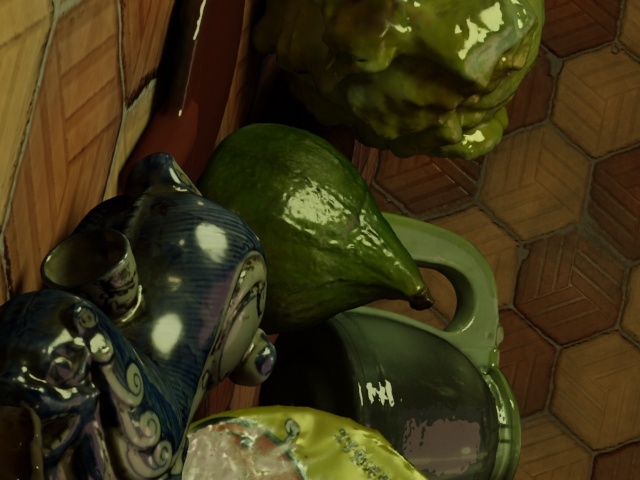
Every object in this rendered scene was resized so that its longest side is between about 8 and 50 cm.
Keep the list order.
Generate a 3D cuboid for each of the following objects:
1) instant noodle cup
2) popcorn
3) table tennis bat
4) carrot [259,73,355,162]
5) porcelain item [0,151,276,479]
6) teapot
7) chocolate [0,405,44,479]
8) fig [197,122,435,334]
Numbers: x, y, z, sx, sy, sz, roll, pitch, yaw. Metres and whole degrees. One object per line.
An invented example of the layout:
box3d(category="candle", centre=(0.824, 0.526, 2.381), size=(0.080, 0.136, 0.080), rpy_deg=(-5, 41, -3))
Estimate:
box3d(category="instant noodle cup", centre=(-0.050, 0.337, 1.456), size=(0.254, 0.325, 0.326), rpy_deg=(108, -3, -60))
box3d(category="popcorn", centre=(0.076, -0.228, 1.681), size=(0.312, 0.312, 0.312), rpy_deg=(11, 90, -84))
box3d(category="table tennis bat", centre=(-0.097, -0.123, 1.333), size=(0.310, 0.038, 0.200), rpy_deg=(-72, 171, -55))
box3d(category="carrot", centre=(-0.017, -0.108, 1.813), size=(0.302, 0.114, 0.114), rpy_deg=(-73, 172, -59))
box3d(category="porcelain item", centre=(-0.129, 0.063, 1.026), size=(0.288, 0.138, 0.186), rpy_deg=(-66, 150, -46))
box3d(category="teapot", centre=(0.069, 0.155, 1.713), size=(0.239, 0.239, 0.322), rpy_deg=(-53, -137, 49))
box3d(category="chocolate", centre=(-0.178, 0.213, 0.845), size=(0.112, 0.112, 0.321), rpy_deg=(-95, -172, -47))
box3d(category="fig", centre=(0.000, 0.000, 1.556), size=(0.203, 0.235, 0.203), rpy_deg=(11, 90, -80))
